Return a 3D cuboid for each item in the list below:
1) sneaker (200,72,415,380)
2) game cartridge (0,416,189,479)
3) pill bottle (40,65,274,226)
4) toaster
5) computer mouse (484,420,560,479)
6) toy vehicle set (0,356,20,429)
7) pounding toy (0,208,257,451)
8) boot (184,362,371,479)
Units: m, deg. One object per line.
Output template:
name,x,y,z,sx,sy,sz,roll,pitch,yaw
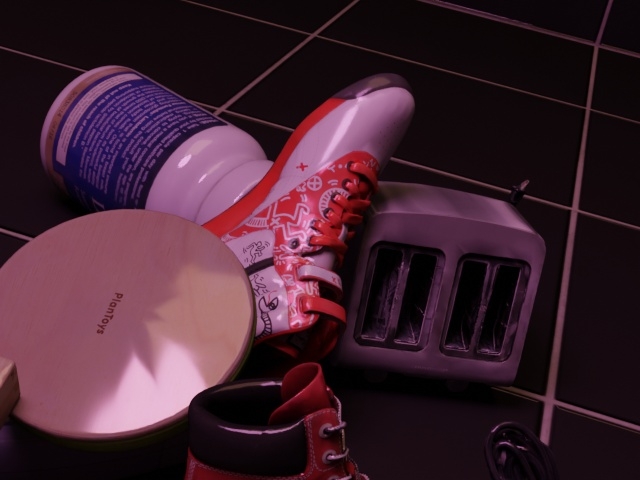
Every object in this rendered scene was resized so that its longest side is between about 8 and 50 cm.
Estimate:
sneaker,0.000,0.001,0.860,0.145,0.270,0.090,51,3,36
game cartridge,-0.224,0.109,0.828,0.294,0.060,0.196,-1,32,-26
pill bottle,-0.146,-0.062,1.099,0.264,0.153,0.153,31,31,34
toaster,0.098,0.035,0.972,0.168,0.186,0.110,8,16,-11
computer mouse,0.046,0.233,0.624,0.262,0.184,0.060,-23,-2,-25
toy vehicle set,-0.328,0.101,0.620,0.267,0.035,0.166,17,48,6
pounding toy,-0.150,0.096,0.743,0.183,0.110,0.237,36,61,27
boot,0.031,0.164,0.683,0.244,0.176,0.088,10,24,-10
